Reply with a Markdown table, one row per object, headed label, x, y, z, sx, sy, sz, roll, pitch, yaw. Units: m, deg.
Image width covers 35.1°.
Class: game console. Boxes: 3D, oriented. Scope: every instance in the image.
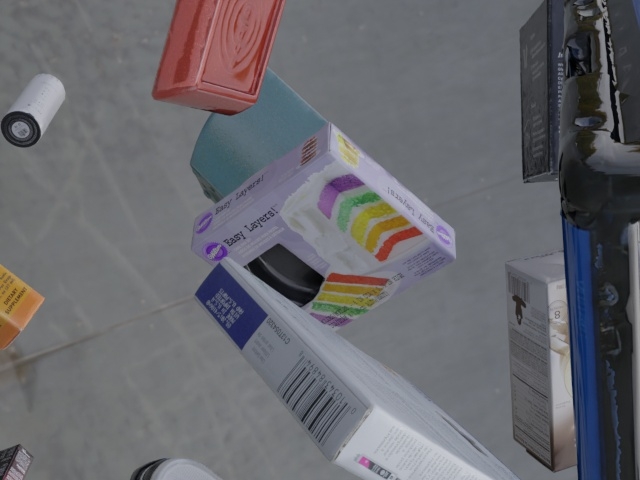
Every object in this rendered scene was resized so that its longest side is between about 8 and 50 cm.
| label | x | y | z | sx | sy | sz | roll | pitch | yaw |
| --- | --- | --- | --- | --- | --- | --- | --- | --- | --- |
| game console | 0.195 | -0.047 | 0.446 | 0.293 | 0.173 | 0.250 | -62 | 145 | -61 |

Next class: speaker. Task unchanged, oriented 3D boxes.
| label | x | y | z | sx | sy | sz | roll | pitch | yaw |
| --- | --- | --- | --- | --- | --- | --- | --- | --- | --- |
| speaker | -0.392 | -0.181 | 1.388 | 0.136 | 0.055 | 0.055 | -88 | 154 | -59 |

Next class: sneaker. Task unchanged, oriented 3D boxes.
| label | x | y | z | sx | sy | sz | roll | pitch | yaw |
| --- | --- | --- | --- | --- | --- | --- | --- | --- | --- |
| sneaker | -0.094 | 0.285 | 1.012 | 0.217 | 0.121 | 0.079 | 43 | 66 | -15 |

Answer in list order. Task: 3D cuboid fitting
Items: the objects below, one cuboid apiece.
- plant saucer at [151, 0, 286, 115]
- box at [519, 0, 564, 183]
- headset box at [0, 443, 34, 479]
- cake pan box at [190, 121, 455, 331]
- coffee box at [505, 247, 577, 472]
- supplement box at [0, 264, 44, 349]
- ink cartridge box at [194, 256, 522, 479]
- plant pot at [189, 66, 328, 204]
| label | x | y | z | sx | sy | sz | roll | pitch | yaw |
| --- | --- | --- | --- | --- | --- | --- | --- | --- | --- |
| plant saucer | -0.115 | -0.295 | 1.351 | 0.259 | 0.047 | 0.258 | -5 | 112 | -71 |
| box | 0.241 | -0.136 | 0.934 | 0.156 | 0.093 | 0.158 | -25 | 113 | -88 |
| headset box | -0.417 | 0.311 | 1.309 | 0.032 | 0.062 | 0.083 | 54 | 27 | -28 |
| cake pan box | 0.000 | 0.000 | 1.320 | 0.246 | 0.267 | 0.070 | 41 | 34 | -27 |
| coffee box | 0.313 | 0.139 | 1.241 | 0.098 | 0.141 | 0.247 | -146 | -134 | -64 |
| supplement box | -0.529 | 0.054 | 1.483 | 0.233 | 0.080 | 0.078 | 38 | 43 | -13 |
| ink cartridge box | 0.057 | 0.176 | 1.032 | 0.330 | 0.071 | 0.324 | 38 | 0 | -35 |
| plant pot | -0.122 | -0.163 | 2.093 | 0.248 | 0.252 | 0.247 | 44 | -12 | 21 |
